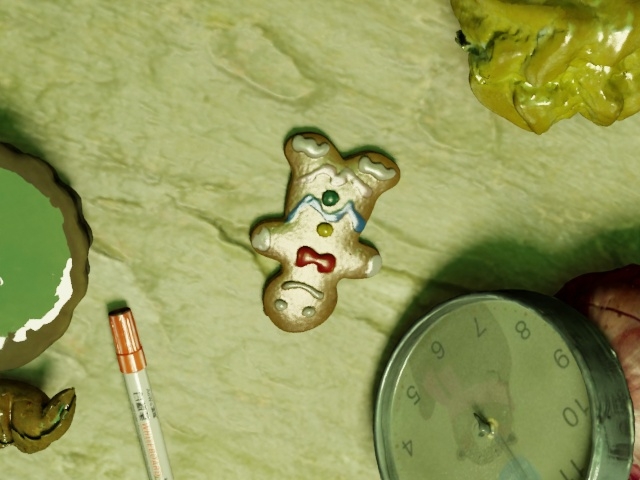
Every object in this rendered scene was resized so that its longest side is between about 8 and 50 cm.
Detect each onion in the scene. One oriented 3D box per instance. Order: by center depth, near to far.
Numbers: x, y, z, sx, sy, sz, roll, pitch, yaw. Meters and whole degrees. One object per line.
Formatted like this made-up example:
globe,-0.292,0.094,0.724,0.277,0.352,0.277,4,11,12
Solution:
onion,0.315,0.152,1.344,0.252,0.219,0.252,2,93,32

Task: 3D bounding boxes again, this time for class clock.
clock,0.169,0.183,1.288,0.055,0.281,0.280,10,107,-47

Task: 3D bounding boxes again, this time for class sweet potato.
sweet potato,-0.383,0.196,1.286,0.310,0.098,0.124,-28,116,3

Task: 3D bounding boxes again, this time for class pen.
pen,-0.178,0.180,1.350,0.028,0.028,0.239,-13,108,-6

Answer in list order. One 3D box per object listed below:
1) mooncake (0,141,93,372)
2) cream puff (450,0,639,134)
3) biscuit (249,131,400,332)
mooncake,-0.325,0.012,1.230,0.228,0.124,0.228,-2,102,-12
cream puff,0.242,-0.188,1.244,0.221,0.194,0.194,-16,108,0
biscuit,0.000,0.000,1.329,0.138,0.031,0.205,17,104,-14
